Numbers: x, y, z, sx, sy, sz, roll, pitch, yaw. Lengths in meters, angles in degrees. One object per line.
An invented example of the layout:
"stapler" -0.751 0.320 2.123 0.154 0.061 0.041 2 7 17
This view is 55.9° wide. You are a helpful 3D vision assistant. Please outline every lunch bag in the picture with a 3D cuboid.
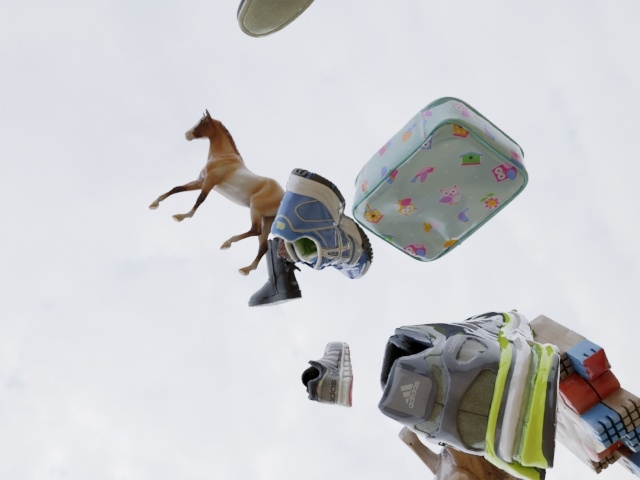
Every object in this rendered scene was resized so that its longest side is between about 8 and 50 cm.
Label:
"lunch bag" 0.202 -0.094 1.045 0.224 0.279 0.107 29 -139 -21

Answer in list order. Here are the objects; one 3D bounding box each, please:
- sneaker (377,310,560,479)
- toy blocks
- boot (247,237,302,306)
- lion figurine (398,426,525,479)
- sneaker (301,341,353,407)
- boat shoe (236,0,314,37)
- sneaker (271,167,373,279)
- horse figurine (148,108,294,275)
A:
"sneaker" 0.115 0.106 0.517 0.121 0.300 0.111 12 -94 9
"toy blocks" 0.522 0.321 1.176 0.191 0.261 0.381 -32 -73 -6
"boot" -0.074 0.049 0.936 0.045 0.121 0.099 2 -105 -43
"lion figurine" 0.234 0.446 1.029 0.240 0.142 0.392 42 -144 0
"sneaker" 0.008 0.200 0.924 0.075 0.170 0.063 4 -75 -3
"boat shoe" -0.033 -0.374 0.798 0.084 0.079 0.233 21 -63 -42
"sneaker" 0.000 0.000 0.718 0.081 0.080 0.211 -61 -35 -15
"horse figurine" -0.124 -0.061 0.903 0.263 0.066 0.174 34 -117 9
